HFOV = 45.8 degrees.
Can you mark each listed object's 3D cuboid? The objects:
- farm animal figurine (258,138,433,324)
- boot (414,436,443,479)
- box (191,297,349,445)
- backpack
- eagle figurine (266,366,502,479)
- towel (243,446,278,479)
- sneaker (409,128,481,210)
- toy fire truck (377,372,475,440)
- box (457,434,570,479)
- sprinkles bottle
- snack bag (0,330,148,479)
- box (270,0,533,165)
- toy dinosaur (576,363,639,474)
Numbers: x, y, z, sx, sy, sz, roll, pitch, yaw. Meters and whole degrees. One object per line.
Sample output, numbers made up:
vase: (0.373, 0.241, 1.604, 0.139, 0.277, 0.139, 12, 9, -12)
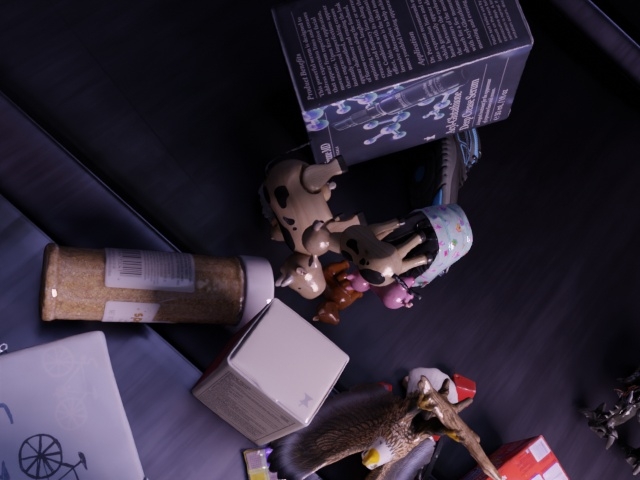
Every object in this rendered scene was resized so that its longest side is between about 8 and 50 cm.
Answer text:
farm animal figurine: (0.000, 0.000, 1.234, 0.172, 0.330, 0.327, -23, 80, -26)
boot: (0.152, 0.360, 1.310, 0.099, 0.045, 0.121, 30, 59, -4)
box: (-0.083, 0.207, 1.160, 0.148, 0.232, 0.127, 39, 59, -4)
backpack: (0.192, 0.002, 1.401, 0.115, 0.182, 0.152, -20, 76, -29)
eagle figurine: (0.093, 0.330, 1.198, 0.225, 0.298, 0.226, 28, 33, -39)
towel: (-0.082, 0.363, 1.224, 0.083, 0.009, 0.060, -1, 68, -24)
sneaker: (0.271, -0.167, 1.545, 0.139, 0.125, 0.341, 19, 65, -24)
toy fire truck: (0.176, 0.280, 1.339, 0.191, 0.047, 0.135, 17, 38, -1)
box: (0.294, 0.455, 1.282, 0.256, 0.122, 0.128, -27, 80, -30)
sprinkles bottle: (-0.257, 0.074, 1.208, 0.355, 0.121, 0.121, 5, 66, -21)
snack bag: (-0.431, 0.307, 1.080, 0.342, 0.037, 0.323, -15, 75, -28)
box: (0.141, -0.314, 1.365, 0.395, 0.293, 0.212, -16, 74, 2)
toy dinosaur: (0.624, 0.312, 1.427, 0.164, 0.218, 0.322, 49, 15, 20)
